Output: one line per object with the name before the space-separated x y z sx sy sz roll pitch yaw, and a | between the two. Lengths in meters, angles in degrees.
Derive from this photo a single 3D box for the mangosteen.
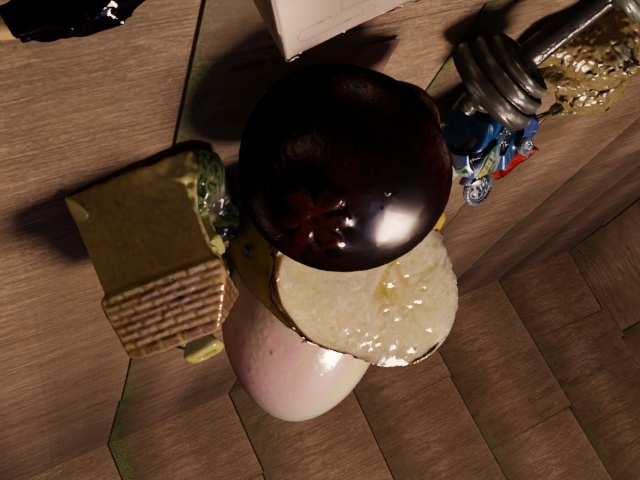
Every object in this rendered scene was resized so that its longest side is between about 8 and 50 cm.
mangosteen | 0.045 -0.115 1.085 0.307 0.307 0.347 -40 -172 37

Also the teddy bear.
teddy bear | 0.507 -0.328 1.379 0.267 0.156 0.256 -30 165 3

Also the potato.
potato | 0.025 0.036 1.382 0.397 0.290 0.296 14 -173 -27

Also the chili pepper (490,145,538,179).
chili pepper | 0.459 -0.193 1.826 0.059 0.050 0.268 -54 -177 -14

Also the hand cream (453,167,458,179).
hand cream | 0.292 -0.171 1.690 0.085 0.058 0.331 8 141 -29

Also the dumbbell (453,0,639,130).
dumbbell | 0.378 -0.327 1.142 0.406 0.179 0.179 -38 160 29

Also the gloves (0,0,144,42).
gloves | -0.239 -0.236 0.597 0.203 0.124 0.164 3 124 -12

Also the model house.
model house | -0.220 0.044 1.185 0.261 0.266 0.321 -21 163 -5

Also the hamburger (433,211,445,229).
hamburger | 0.167 -0.047 1.668 0.209 0.162 0.330 -21 160 -27

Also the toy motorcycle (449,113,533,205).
toy motorcycle | 0.311 -0.189 1.360 0.135 0.092 0.254 19 101 -40

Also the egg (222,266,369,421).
egg | -0.053 0.232 1.655 0.354 0.340 0.354 11 180 0

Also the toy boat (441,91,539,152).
toy boat | 0.356 -0.230 1.510 0.295 0.088 0.129 -5 132 -42

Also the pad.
pad | 0.023 -0.253 1.115 0.187 0.006 0.113 -17 162 -25

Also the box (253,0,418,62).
box | 0.022 -0.319 0.751 0.203 0.106 0.252 -25 164 -3

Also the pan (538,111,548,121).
pan | 0.463 -0.251 1.704 0.202 0.048 0.128 -29 166 9
